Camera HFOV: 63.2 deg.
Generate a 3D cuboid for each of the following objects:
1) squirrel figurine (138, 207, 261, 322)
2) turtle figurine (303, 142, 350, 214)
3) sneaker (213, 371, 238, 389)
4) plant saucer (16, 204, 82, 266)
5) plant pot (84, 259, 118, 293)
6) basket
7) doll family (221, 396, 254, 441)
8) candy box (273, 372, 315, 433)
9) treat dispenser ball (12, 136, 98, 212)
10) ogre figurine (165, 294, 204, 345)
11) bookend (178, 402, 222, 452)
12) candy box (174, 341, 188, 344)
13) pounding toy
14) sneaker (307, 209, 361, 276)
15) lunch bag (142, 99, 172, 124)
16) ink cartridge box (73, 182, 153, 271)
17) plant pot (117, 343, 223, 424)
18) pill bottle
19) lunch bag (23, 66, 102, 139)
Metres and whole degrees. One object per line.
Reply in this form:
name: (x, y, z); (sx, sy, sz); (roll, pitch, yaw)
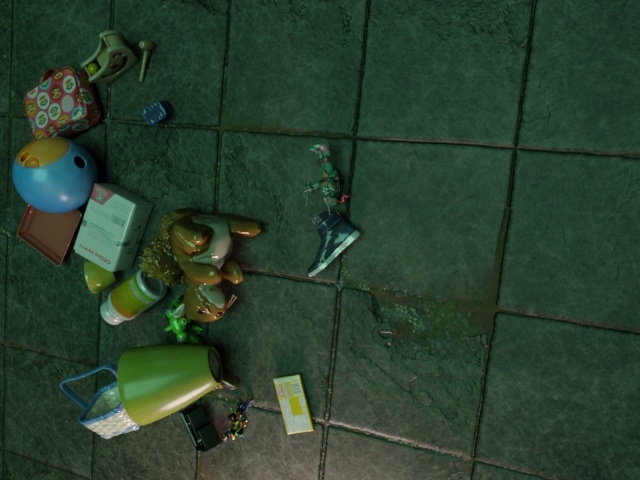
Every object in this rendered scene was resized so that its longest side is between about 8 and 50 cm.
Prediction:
squirrel figurine: (-0.443, 0.090, 1.845); (0.397, 0.281, 0.370); (18, 111, 31)
turtle figurine: (0.014, -0.197, 1.709); (0.175, 0.118, 0.234); (-6, 92, 60)
sneaker: (-0.389, 0.529, 1.935); (0.186, 0.070, 0.083); (18, 98, 26)
plant saucer: (-1.101, -0.067, 2.135); (0.259, 0.048, 0.258); (33, 104, 14)
plant pot: (-0.849, 0.132, 2.035); (0.095, 0.134, 0.134); (-13, 91, -6)
basket: (-0.825, 0.610, 2.002); (0.255, 0.201, 0.288); (-19, 120, 19)
doll family: (-0.303, 0.652, 1.891); (0.076, 0.111, 0.192); (15, 99, 17)
candy box: (-0.094, 0.583, 1.857); (0.105, 0.027, 0.205); (-14, 90, 22)
treat dispenser ball: (-0.992, -0.246, 1.954); (0.288, 0.288, 0.288); (2, 95, 19)
ogre figurine: (-0.509, 0.307, 1.927); (0.097, 0.118, 0.196); (-6, 93, 19)
bookend: (-0.444, 0.689, 1.920); (0.157, 0.072, 0.156); (-32, 83, 59)
candy box: (-0.534, 0.490, 1.988); (0.109, 0.053, 0.186); (27, 102, 15)
pounding toy: (-0.744, -0.653, 1.903); (0.270, 0.154, 0.154); (-30, 85, 19)
sneaker: (0.001, -0.001, 1.734); (0.163, 0.086, 0.226); (45, 97, -1)
lunch bag: (-0.602, -0.470, 1.919); (0.099, 0.065, 0.067); (-23, 103, 18)
ink cartridge box: (-0.794, -0.052, 1.993); (0.207, 0.117, 0.282); (26, 102, 15)
plant pot: (-0.507, 0.475, 1.830); (0.294, 0.275, 0.274); (-16, 89, 6)
pill bottle: (-0.717, 0.219, 1.981); (0.246, 0.136, 0.136); (-34, 84, 18)
lunch bag: (-1.014, -0.537, 2.024); (0.293, 0.120, 0.258); (-19, 88, 20)
